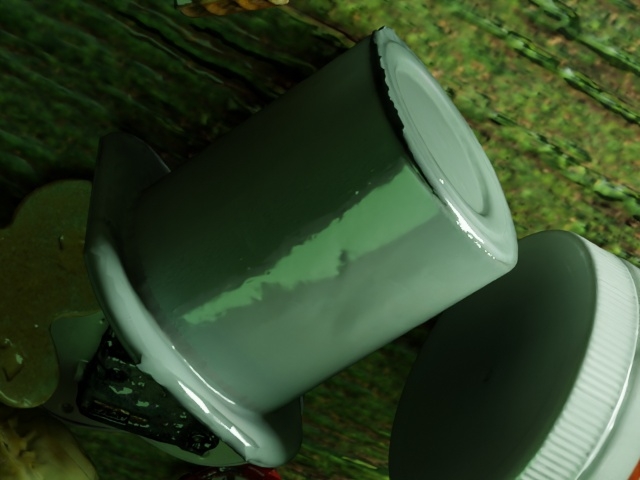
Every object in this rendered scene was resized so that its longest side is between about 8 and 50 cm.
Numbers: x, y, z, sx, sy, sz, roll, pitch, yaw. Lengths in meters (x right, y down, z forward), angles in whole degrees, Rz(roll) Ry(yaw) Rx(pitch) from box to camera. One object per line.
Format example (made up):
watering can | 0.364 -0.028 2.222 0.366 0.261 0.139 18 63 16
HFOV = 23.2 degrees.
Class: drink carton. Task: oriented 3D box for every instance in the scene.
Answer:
drink carton | 0.000 0.000 0.878 0.190 0.191 0.185 -29 121 18

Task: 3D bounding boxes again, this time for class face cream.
face cream | 0.171 0.121 0.945 0.187 0.201 0.201 30 126 -19

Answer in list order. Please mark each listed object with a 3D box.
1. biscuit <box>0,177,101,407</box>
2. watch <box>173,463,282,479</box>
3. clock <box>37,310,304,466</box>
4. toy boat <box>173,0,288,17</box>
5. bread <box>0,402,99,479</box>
biscuit | -0.216 0.037 0.937 0.234 0.030 0.153 -30 98 -17
watch | -0.048 0.271 1.175 0.165 0.102 0.268 6 140 8
clock | -0.099 0.081 1.025 0.198 0.064 0.172 20 130 -13
toy boat | -0.037 -0.152 0.820 0.172 0.065 0.066 -5 117 15
bread | -0.265 0.192 0.976 0.268 0.130 0.152 -17 90 1
